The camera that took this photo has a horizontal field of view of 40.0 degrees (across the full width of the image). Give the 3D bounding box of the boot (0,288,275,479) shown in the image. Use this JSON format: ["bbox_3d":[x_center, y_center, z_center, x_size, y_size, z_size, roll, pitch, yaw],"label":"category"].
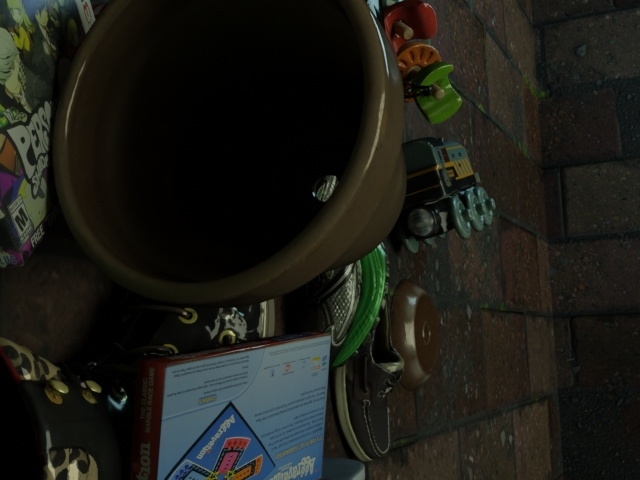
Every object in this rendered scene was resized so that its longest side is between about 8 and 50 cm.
[{"bbox_3d":[-0.164,0.106,0.703,0.284,0.138,0.377,22,70,-63],"label":"boot"}]

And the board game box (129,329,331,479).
[{"bbox_3d":[-0.063,0.157,0.731,0.281,0.027,0.145,3,90,-65],"label":"board game box"}]

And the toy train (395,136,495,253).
[{"bbox_3d":[0.213,-0.094,1.585,0.334,0.142,0.190,-21,95,-65],"label":"toy train"}]

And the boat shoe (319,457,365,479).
[{"bbox_3d":[-0.034,0.354,0.958,0.367,0.136,0.156,1,87,-75],"label":"boat shoe"}]

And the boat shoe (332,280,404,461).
[{"bbox_3d":[0.073,0.180,1.253,0.103,0.092,0.285,-22,105,-65],"label":"boat shoe"}]

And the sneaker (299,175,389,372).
[{"bbox_3d":[0.000,0.000,1.133,0.146,0.134,0.343,7,84,-29],"label":"sneaker"}]

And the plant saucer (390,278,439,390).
[{"bbox_3d":[0.173,0.165,1.549,0.199,0.036,0.198,-6,90,-66],"label":"plant saucer"}]

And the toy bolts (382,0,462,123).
[{"bbox_3d":[0.087,-0.282,1.367,0.158,0.218,0.228,49,-14,43],"label":"toy bolts"}]

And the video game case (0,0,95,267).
[{"bbox_3d":[-0.222,-0.128,0.648,0.232,0.042,0.210,-76,159,-58],"label":"video game case"}]

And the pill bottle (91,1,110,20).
[{"bbox_3d":[-0.139,-0.179,0.783,0.086,0.152,0.086,-6,90,-66],"label":"pill bottle"}]

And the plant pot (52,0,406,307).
[{"bbox_3d":[-0.035,-0.065,0.691,0.229,0.263,0.263,28,60,-63],"label":"plant pot"}]

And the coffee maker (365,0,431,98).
[{"bbox_3d":[0.053,-0.279,1.208,0.120,0.171,0.178,-87,166,-71],"label":"coffee maker"}]
